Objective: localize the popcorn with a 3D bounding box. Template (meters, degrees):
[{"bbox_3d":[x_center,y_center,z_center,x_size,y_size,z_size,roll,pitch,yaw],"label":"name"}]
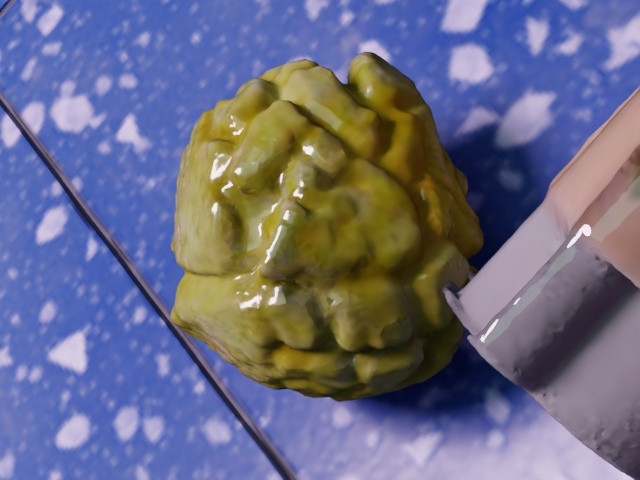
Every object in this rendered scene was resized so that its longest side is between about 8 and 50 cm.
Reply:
[{"bbox_3d":[0.000,0.000,0.573,0.121,0.116,0.106,44,138,-1],"label":"popcorn"}]

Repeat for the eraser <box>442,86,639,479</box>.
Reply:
[{"bbox_3d":[0.163,-0.067,0.452,0.087,0.171,0.290,43,99,9],"label":"eraser"}]
